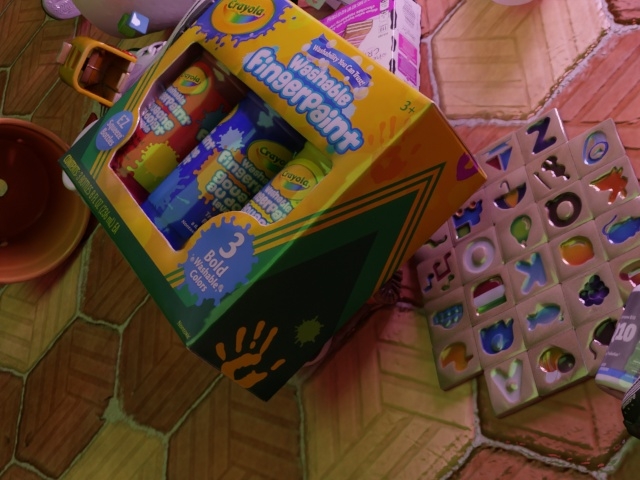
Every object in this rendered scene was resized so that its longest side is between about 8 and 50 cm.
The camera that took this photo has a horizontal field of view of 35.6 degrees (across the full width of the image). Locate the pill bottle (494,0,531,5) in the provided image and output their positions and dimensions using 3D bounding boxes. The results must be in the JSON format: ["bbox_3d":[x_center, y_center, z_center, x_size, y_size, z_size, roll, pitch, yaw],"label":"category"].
[{"bbox_3d":[0.247,-0.397,1.290,0.108,0.108,0.180,-22,53,35],"label":"pill bottle"}]

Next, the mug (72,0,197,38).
[{"bbox_3d":[-0.272,-0.504,1.697,0.328,0.276,0.374,-8,17,33],"label":"mug"}]

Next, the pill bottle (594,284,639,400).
[{"bbox_3d":[0.319,0.088,0.937,0.078,0.078,0.137,16,77,48],"label":"pill bottle"}]

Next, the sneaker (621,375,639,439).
[{"bbox_3d":[0.384,0.042,0.863,0.343,0.134,0.146,-46,47,0],"label":"sneaker"}]

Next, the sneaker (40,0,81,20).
[{"bbox_3d":[-0.533,-0.609,2.206,0.180,0.124,0.321,4,58,50],"label":"sneaker"}]

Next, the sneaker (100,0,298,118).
[{"bbox_3d":[-0.239,-0.324,1.679,0.447,0.169,0.257,-49,43,14],"label":"sneaker"}]

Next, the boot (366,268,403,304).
[{"bbox_3d":[0.065,0.005,1.260,0.085,0.059,0.157,-9,61,47],"label":"boot"}]

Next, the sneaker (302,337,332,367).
[{"bbox_3d":[-0.073,0.077,1.329,0.118,0.110,0.292,-59,37,23],"label":"sneaker"}]

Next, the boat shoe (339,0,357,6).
[{"bbox_3d":[0.031,-0.409,1.498,0.258,0.084,0.095,28,89,35],"label":"boat shoe"}]

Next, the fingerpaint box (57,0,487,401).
[{"bbox_3d":[-0.083,-0.091,1.238,0.371,0.163,0.445,-45,45,1],"label":"fingerpaint box"}]

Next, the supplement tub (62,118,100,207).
[{"bbox_3d":[-0.283,-0.089,1.551,0.144,0.200,0.144,-24,51,33],"label":"supplement tub"}]

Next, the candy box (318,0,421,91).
[{"bbox_3d":[0.058,-0.230,1.401,0.159,0.071,0.233,-20,54,35],"label":"candy box"}]

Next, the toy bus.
[{"bbox_3d":[-0.385,-0.292,1.665,0.202,0.104,0.190,-36,42,40],"label":"toy bus"}]

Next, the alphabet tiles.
[{"bbox_3d":[0.233,0.016,1.120,0.285,0.011,0.342,-31,47,28],"label":"alphabet tiles"}]

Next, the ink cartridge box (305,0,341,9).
[{"bbox_3d":[0.019,-0.397,1.576,0.083,0.028,0.048,-52,42,6],"label":"ink cartridge box"}]

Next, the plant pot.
[{"bbox_3d":[-0.575,-0.083,1.804,0.290,0.291,0.203,-59,23,-2],"label":"plant pot"}]
